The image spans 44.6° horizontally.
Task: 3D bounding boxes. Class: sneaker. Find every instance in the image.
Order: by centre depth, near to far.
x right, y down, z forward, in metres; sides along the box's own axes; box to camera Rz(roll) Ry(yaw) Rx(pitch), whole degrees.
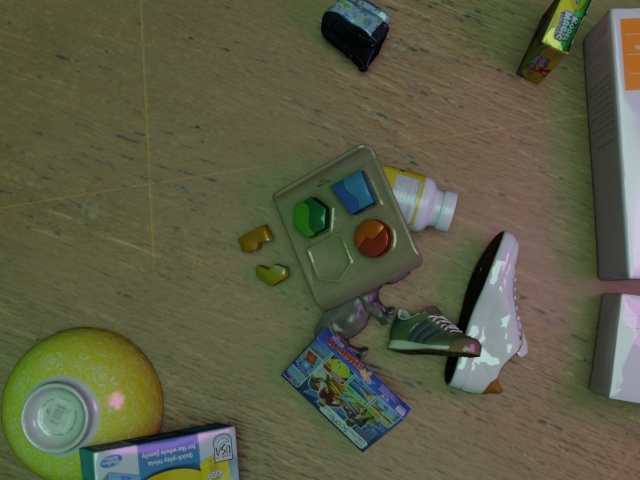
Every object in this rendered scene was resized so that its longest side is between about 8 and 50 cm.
[{"bbox_3d":[0.195,0.153,1.347,0.064,0.192,0.086,22,71,-39],"label":"sneaker"},{"bbox_3d":[0.316,0.131,1.373,0.123,0.106,0.290,16,97,-2],"label":"sneaker"}]

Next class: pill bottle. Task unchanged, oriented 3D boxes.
[{"bbox_3d":[0.144,-0.073,1.386,0.184,0.103,0.103,16,87,3],"label":"pill bottle"}]

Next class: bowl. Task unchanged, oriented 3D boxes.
[{"bbox_3d":[-0.433,0.297,1.359,0.290,0.156,0.289,0,86,2],"label":"bowl"}]

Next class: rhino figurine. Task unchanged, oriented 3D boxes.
[{"bbox_3d":[0.080,0.111,1.392,0.106,0.073,0.243,33,86,2],"label":"rhino figurine"}]

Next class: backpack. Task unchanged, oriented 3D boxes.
[{"bbox_3d":[0.063,-0.384,1.414,0.114,0.105,0.084,35,66,5],"label":"backpack"}]

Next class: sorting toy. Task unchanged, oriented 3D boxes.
[{"bbox_3d":[0.000,0.000,1.352,0.307,0.041,0.229,-28,81,25],"label":"sorting toy"}]

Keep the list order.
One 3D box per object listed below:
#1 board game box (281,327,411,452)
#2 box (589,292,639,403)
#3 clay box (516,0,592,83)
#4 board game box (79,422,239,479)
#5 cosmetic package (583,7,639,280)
[{"bbox_3d":[0.041,0.263,1.362,0.201,0.035,0.136,44,130,4],"label":"board game box"},{"bbox_3d":[0.577,0.190,1.342,0.181,0.119,0.181,8,86,3],"label":"box"},{"bbox_3d":[0.405,-0.361,1.336,0.053,0.222,0.127,25,87,4],"label":"clay box"},{"bbox_3d":[-0.257,0.497,1.310,0.254,0.079,0.336,-3,85,-34],"label":"board game box"},{"bbox_3d":[0.600,-0.161,1.345,0.230,0.161,0.453,-3,86,2],"label":"cosmetic package"}]
